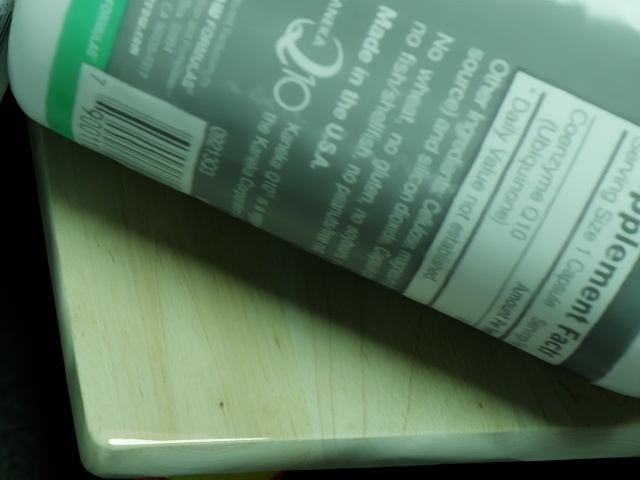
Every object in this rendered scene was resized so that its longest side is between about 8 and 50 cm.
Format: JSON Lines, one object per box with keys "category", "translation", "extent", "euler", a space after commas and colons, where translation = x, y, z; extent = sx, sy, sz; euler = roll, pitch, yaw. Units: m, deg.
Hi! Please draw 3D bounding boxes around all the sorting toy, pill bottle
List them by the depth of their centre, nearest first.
{"category": "pill bottle", "translation": [0.085, -0.066, 0.722], "extent": [0.361, 0.204, 0.204], "euler": [25, 48, 0]}
{"category": "sorting toy", "translation": [0.000, 0.000, 0.836], "extent": [0.255, 0.089, 0.257], "euler": [0, 52, -19]}

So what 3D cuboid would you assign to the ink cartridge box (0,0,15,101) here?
{"category": "ink cartridge box", "translation": [-0.301, -0.049, 0.714], "extent": [0.309, 0.272, 0.130], "euler": [29, 17, 5]}
